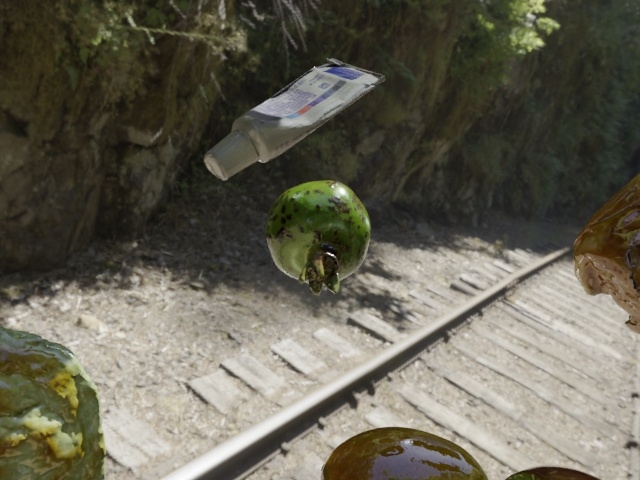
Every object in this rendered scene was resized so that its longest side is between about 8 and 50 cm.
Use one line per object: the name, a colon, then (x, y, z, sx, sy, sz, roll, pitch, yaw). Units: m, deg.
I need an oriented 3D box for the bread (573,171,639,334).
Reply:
bread: (0.502, -0.034, 0.774, 0.195, 0.344, 0.149, 52, -2, -24)

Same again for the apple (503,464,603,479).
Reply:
apple: (0.284, 0.388, 0.638, 0.246, 0.246, 0.226, 7, 17, -42)

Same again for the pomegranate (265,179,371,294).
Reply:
pomegranate: (0.000, 0.000, 1.088, 0.211, 0.211, 0.263, 16, 28, -18)

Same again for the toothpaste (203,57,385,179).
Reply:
toothpaste: (-0.041, -0.173, 0.783, 0.099, 0.068, 0.282, 45, 62, 9)

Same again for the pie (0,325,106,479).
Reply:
pie: (-0.255, 0.174, 0.396, 0.201, 0.248, 0.090, 5, 9, -16)

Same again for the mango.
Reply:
mango: (0.078, 0.239, 0.567, 0.163, 0.089, 0.111, -15, 53, -13)
